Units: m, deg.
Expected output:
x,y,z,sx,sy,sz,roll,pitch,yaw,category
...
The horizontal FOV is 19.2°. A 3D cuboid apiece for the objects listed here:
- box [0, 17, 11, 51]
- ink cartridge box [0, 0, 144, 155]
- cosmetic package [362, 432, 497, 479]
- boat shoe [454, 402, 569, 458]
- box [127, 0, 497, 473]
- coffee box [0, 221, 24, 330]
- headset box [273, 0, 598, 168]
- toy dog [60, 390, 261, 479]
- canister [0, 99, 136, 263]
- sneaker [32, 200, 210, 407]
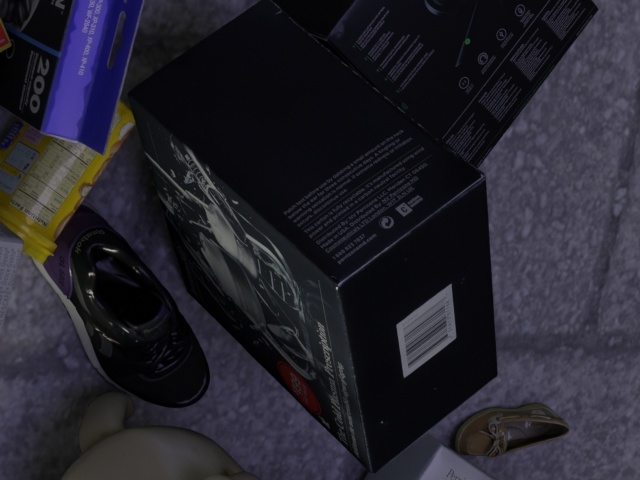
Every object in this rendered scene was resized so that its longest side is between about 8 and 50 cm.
x,y,z,sx,sy,sz,roll,pitch,yaw,category
-0.367,-0.262,1.710,0.087,0.058,0.232,-32,123,-22,box
-0.233,-0.202,1.729,0.045,0.208,0.206,8,102,-36,ink cartridge box
0.163,0.427,2.295,0.377,0.097,0.284,37,89,-34,cosmetic package
0.234,0.236,2.314,0.153,0.048,0.056,-6,110,-33,boat shoe
0.000,0.000,1.835,0.179,0.312,0.343,-36,147,-18,box
-0.498,0.081,1.574,0.334,0.338,0.338,10,102,-36,coffee box
0.114,-0.248,1.997,0.283,0.131,0.246,41,83,-37,headset box
-0.107,0.372,1.985,0.284,0.395,0.408,-44,145,4,toy dog
-0.261,-0.075,1.812,0.073,0.126,0.170,39,83,-37,canister
-0.189,0.088,1.922,0.107,0.124,0.283,-44,126,-12,sneaker
